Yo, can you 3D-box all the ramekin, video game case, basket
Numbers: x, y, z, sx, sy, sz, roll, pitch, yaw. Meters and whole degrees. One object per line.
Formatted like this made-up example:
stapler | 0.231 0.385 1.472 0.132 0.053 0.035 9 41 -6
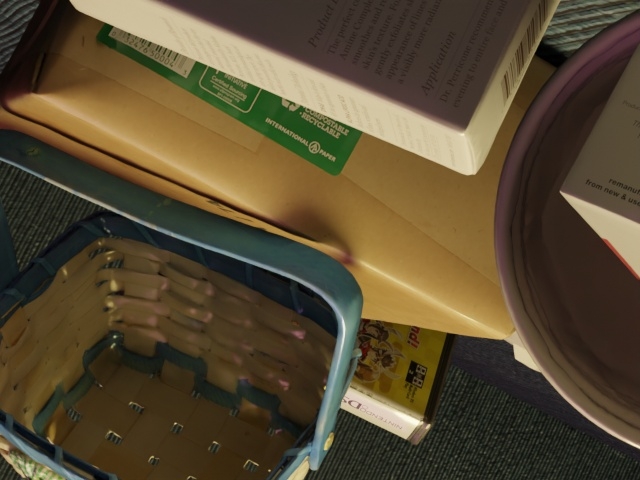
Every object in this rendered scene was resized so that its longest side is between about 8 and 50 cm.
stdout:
ramekin | 0.182 -0.006 0.724 0.207 0.207 0.109 25 -177 4
video game case | 0.000 0.000 1.251 0.248 0.275 0.035 26 134 -5
basket | -0.096 0.073 1.009 0.254 0.201 0.289 22 138 18

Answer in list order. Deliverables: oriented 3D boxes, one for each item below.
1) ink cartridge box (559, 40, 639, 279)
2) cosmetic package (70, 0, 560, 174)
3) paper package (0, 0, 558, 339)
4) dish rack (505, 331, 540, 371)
ink cartridge box | 0.165 -0.055 0.602 0.063 0.150 0.109 26 174 33
cosmetic package | -0.007 -0.132 0.777 0.231 0.117 0.085 25 172 13
paper package | -0.027 -0.081 1.019 0.324 0.168 0.309 28 172 -17
dish rack | 0.253 0.097 1.757 0.285 0.072 0.333 17 170 47
